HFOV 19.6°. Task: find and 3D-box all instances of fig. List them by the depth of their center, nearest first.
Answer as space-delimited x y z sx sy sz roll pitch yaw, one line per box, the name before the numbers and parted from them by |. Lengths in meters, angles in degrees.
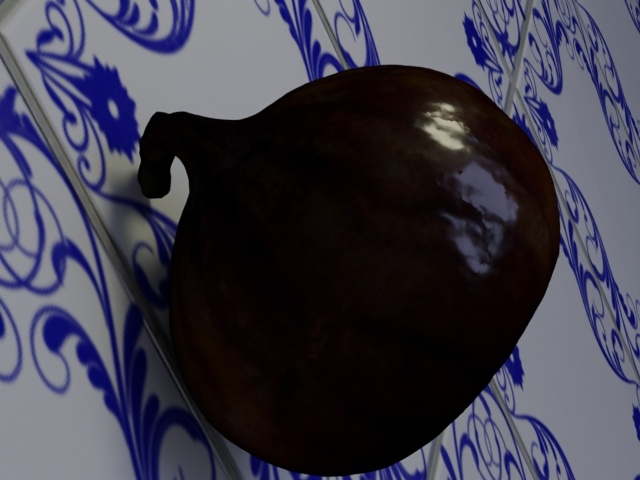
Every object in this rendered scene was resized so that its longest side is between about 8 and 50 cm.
fig | 0.015 0.011 1.011 0.214 0.235 0.235 52 27 -33
